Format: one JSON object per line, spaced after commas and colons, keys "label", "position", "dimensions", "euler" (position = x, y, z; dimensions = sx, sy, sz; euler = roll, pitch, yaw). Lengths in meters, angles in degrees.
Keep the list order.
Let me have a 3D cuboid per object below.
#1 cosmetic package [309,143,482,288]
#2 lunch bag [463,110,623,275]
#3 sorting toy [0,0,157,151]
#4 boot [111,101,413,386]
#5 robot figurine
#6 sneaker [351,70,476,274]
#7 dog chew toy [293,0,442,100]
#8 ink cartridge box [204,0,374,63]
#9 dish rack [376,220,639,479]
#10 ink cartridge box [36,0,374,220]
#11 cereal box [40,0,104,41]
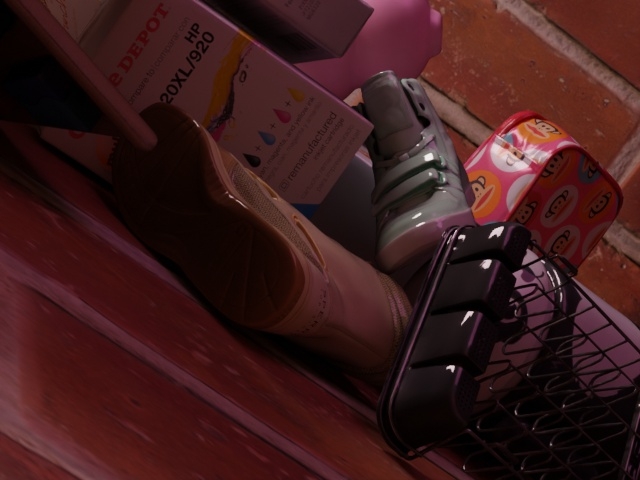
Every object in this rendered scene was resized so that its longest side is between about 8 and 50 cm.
{"label": "cosmetic package", "position": [0.079, -0.020, 1.749], "dimensions": [0.284, 0.097, 0.377], "euler": [34, 6, 3]}
{"label": "lunch bag", "position": [0.247, 0.003, 2.081], "dimensions": [0.120, 0.293, 0.258], "euler": [43, 5, 40]}
{"label": "sorting toy", "position": [-0.266, -0.170, 1.136], "dimensions": [0.229, 0.041, 0.307], "euler": [16, -26, 45]}
{"label": "boot", "position": [-0.040, 0.006, 1.304], "dimensions": [0.203, 0.095, 0.262], "euler": [30, 11, -48]}
{"label": "robot figurine", "position": [0.187, 0.112, 1.423], "dimensions": [0.278, 0.173, 0.209], "euler": [34, -7, -27]}
{"label": "sneaker", "position": [0.065, -0.064, 1.426], "dimensions": [0.151, 0.094, 0.256], "euler": [62, 12, -8]}
{"label": "dog chew toy", "position": [-0.034, -0.227, 1.788], "dimensions": [0.332, 0.206, 0.206], "euler": [2, 3, 6]}
{"label": "ink cartridge box", "position": [-0.102, -0.248, 1.499], "dimensions": [0.239, 0.060, 0.275], "euler": [36, -8, -17]}
{"label": "dish rack", "position": [0.179, 0.130, 1.251], "dimensions": [0.271, 0.208, 0.074], "euler": [43, -40, -23]}
{"label": "ink cartridge box", "position": [-0.108, -0.109, 1.434], "dimensions": [0.233, 0.171, 0.168], "euler": [34, 5, -17]}
{"label": "cereal box", "position": [-0.244, -0.219, 1.613], "dimensions": [0.240, 0.047, 0.173], "euler": [38, -28, 26]}
